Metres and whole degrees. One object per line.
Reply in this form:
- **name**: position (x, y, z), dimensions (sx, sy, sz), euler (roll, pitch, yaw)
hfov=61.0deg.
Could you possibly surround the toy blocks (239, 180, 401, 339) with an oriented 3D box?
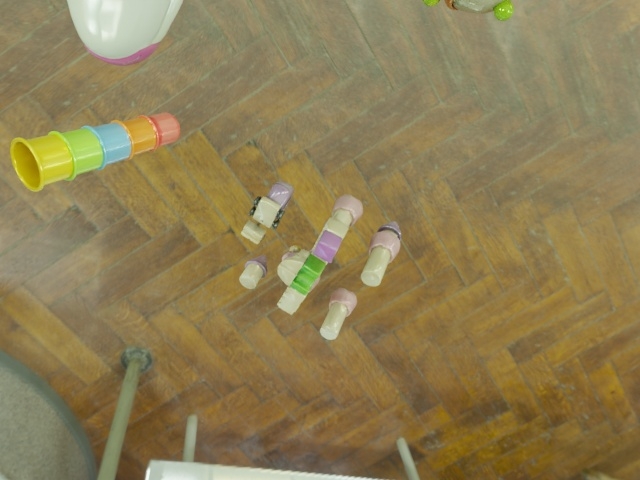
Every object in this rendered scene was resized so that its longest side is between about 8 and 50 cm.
- **toy blocks**: position (0.000, 0.000, 1.231), dimensions (0.308, 0.260, 0.289), euler (31, 134, -1)

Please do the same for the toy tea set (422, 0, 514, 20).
- **toy tea set**: position (0.253, -0.316, 0.501), dimensions (0.200, 0.336, 0.124), euler (-23, 90, -38)

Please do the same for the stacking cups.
- **stacking cups**: position (-0.413, -0.186, 1.035), dimensions (0.096, 0.316, 0.096), euler (17, 121, 29)

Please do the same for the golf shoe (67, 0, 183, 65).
- **golf shoe**: position (-0.157, -0.291, 0.399), dimensions (0.115, 0.140, 0.307), euler (11, 103, 5)
